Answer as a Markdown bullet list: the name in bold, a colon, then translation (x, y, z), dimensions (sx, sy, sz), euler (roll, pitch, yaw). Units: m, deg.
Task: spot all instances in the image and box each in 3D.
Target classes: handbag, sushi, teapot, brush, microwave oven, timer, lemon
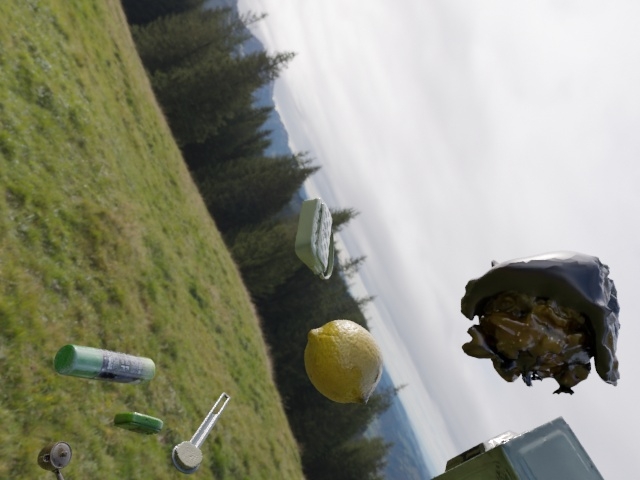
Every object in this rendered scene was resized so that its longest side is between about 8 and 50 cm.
- **handbag**: translation (0.000, 0.000, 1.676), dimensions (0.219, 0.079, 0.256), euler (53, 34, -45)
- **sushi**: translation (0.341, 0.125, 0.759), dimensions (0.213, 0.204, 0.200), euler (39, 51, -41)
- **teapot**: translation (-0.677, 0.570, 1.250), dimensions (0.085, 0.080, 0.110), euler (19, 56, -66)
- **brush**: translation (-0.242, 0.395, 1.056), dimensions (0.062, 0.027, 0.266), euler (42, 16, -2)
- **microwave oven**: translation (0.381, 0.492, 0.933), dimensions (0.238, 0.181, 0.295), euler (65, -28, 29)
- **timer**: translation (-0.563, 0.566, 1.528), dimensions (0.128, 0.140, 0.047), euler (34, 51, -34)
- **lemon**: translation (0.066, 0.352, 1.472), dimensions (0.254, 0.228, 0.228), euler (60, -2, -8)

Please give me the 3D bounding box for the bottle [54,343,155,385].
- **bottle**: translation (-0.654, 0.386, 1.524), dimensions (0.093, 0.093, 0.330), euler (64, 11, 29)
